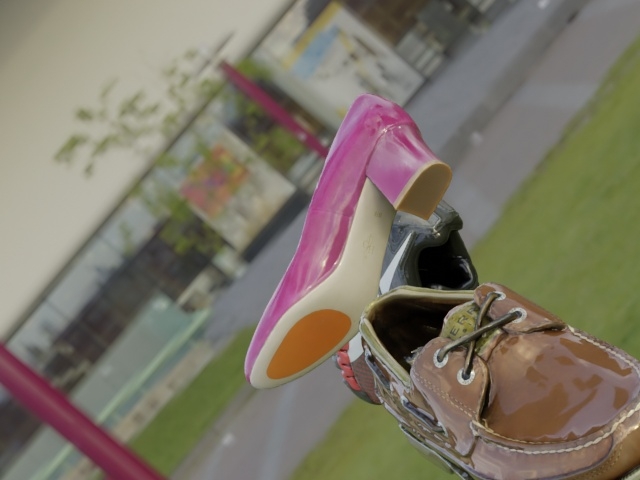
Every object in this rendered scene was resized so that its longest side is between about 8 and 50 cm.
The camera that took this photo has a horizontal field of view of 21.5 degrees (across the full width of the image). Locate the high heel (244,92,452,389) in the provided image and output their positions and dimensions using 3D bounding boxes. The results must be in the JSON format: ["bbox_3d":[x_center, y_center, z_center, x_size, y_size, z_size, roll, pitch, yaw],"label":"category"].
[{"bbox_3d":[0.000,0.000,1.344,0.244,0.082,0.117,-57,44,18],"label":"high heel"}]

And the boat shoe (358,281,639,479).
[{"bbox_3d":[0.100,0.086,0.990,0.111,0.104,0.307,-40,14,-19],"label":"boat shoe"}]

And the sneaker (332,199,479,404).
[{"bbox_3d":[0.083,0.060,1.623,0.097,0.135,0.276,-38,-40,-42],"label":"sneaker"}]
